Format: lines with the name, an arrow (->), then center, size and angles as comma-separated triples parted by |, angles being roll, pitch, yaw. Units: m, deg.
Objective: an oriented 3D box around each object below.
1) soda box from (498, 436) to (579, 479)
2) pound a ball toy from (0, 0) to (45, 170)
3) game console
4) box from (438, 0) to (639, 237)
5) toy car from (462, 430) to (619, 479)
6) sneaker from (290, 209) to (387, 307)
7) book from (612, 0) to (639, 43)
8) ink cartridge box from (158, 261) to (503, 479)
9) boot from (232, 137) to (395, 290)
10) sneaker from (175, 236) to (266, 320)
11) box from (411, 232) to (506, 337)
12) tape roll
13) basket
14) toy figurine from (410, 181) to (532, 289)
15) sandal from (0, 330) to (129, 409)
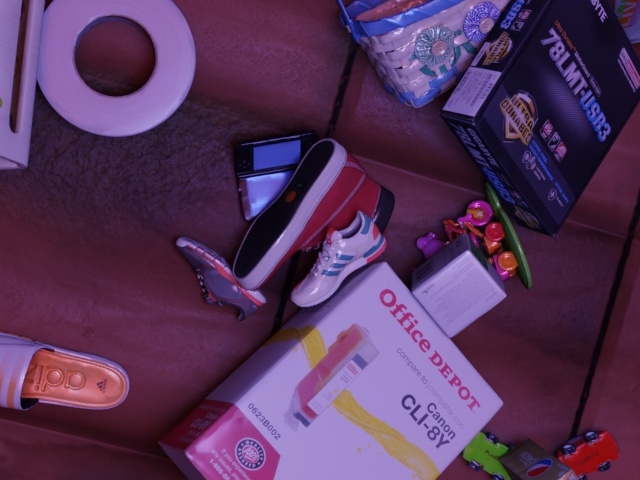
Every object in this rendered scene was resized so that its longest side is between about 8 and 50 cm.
soda box -> 0.317, 0.340, 1.618 | 0.058, 0.181, 0.061 | -35, 99, -6
pound a ball toy -> -0.467, -0.255, 1.490 | 0.208, 0.136, 0.319 | -1, 79, 21
game console -> -0.057, -0.092, 1.628 | 0.122, 0.107, 0.071 | -10, 57, -10
box -> 0.324, -0.202, 1.596 | 0.293, 0.073, 0.295 | -55, 135, -11
toy car -> 0.311, 0.355, 1.739 | 0.225, 0.053, 0.239 | 31, 88, -11
sneaker -> 0.014, 0.021, 1.572 | 0.161, 0.057, 0.075 | -37, 122, -8
book -> 0.466, -0.334, 1.666 | 0.035, 0.144, 0.096 | 23, 90, -11
ink cartridge box -> 0.019, 0.253, 1.574 | 0.384, 0.160, 0.279 | -43, 99, -20
boot -> 0.000, 0.000, 1.625 | 0.176, 0.088, 0.244 | 41, 85, -35
sneaker -> -0.153, 0.059, 1.632 | 0.158, 0.061, 0.065 | 40, 93, -10
box -> 0.190, 0.061, 1.572 | 0.102, 0.101, 0.087 | -38, 99, 12
tape roll -> -0.284, -0.252, 1.576 | 0.219, 0.072, 0.219 | -1, 95, -11
basket -> 0.143, -0.355, 1.577 | 0.254, 0.201, 0.289 | -29, 109, -6
toy figurine -> 0.205, 0.018, 1.675 | 0.159, 0.130, 0.173 | -21, 76, 1
sandal -> -0.399, 0.188, 1.587 | 0.265, 0.076, 0.102 | 8, 93, -11
